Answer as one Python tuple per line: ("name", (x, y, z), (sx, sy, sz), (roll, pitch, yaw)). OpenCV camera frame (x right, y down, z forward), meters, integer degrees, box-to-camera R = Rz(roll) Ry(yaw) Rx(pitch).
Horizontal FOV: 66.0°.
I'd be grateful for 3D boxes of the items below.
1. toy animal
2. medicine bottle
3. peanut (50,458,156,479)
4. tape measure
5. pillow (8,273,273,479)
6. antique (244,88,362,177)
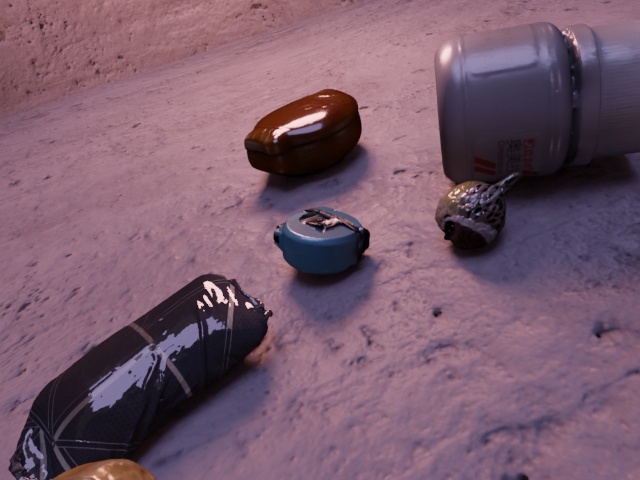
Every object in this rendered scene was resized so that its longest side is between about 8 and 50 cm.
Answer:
("toy animal", (0.238, -0.042, 0.719), (0.137, 0.098, 0.098), (-26, 30, 19))
("medicine bottle", (0.350, -0.226, 0.805), (0.306, 0.245, 0.245), (-5, 35, 16))
("peanut", (-0.253, 0.309, 0.379), (0.152, 0.152, 0.313), (17, 44, 39))
("tape measure", (0.000, 0.000, 0.769), (0.125, 0.081, 0.146), (-21, 33, -40))
("pillow", (-0.215, 0.164, 0.613), (0.335, 0.093, 0.161), (-36, 43, -26))
("antique", (-0.030, -0.229, 1.068), (0.223, 0.129, 0.278), (14, 44, 36))
